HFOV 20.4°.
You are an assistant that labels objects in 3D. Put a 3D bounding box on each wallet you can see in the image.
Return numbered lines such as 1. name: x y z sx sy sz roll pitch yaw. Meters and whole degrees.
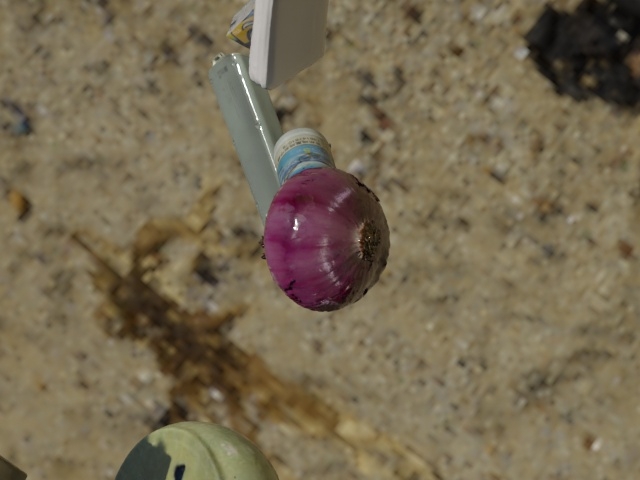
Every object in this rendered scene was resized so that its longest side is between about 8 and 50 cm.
1. wallet: -0.026 -0.230 1.677 0.033 0.095 0.190 35 143 25

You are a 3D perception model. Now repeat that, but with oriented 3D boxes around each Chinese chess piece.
1. Chinese chess piece: -0.115 0.255 1.574 0.083 0.188 0.188 13 176 -42

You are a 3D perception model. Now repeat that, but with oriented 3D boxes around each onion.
1. onion: 0.000 0.000 1.377 0.104 0.115 0.115 -8 130 32

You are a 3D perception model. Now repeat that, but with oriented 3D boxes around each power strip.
1. power strip: -0.055 -0.076 1.812 0.060 0.027 0.252 -32 74 50

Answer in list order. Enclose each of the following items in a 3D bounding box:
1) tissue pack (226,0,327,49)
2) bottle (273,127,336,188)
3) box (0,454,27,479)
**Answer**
1. tissue pack: -0.044 -0.214 1.813 0.083 0.035 0.063 28 141 -22
2. bottle: -0.003 -0.031 1.641 0.060 0.060 0.217 57 -171 -32
3. box: -0.337 0.235 1.403 0.058 0.201 0.141 23 165 35
